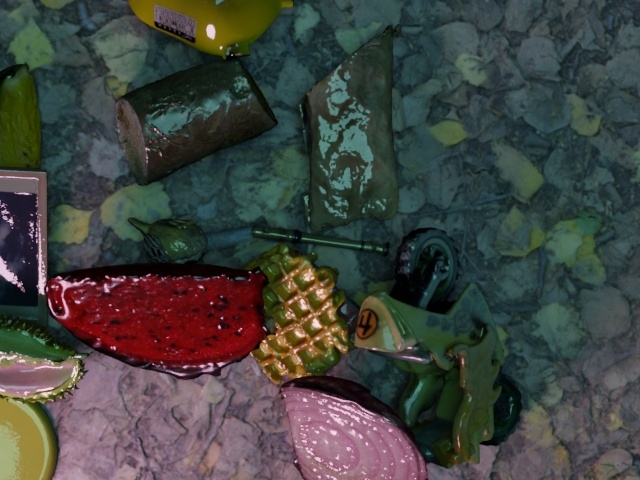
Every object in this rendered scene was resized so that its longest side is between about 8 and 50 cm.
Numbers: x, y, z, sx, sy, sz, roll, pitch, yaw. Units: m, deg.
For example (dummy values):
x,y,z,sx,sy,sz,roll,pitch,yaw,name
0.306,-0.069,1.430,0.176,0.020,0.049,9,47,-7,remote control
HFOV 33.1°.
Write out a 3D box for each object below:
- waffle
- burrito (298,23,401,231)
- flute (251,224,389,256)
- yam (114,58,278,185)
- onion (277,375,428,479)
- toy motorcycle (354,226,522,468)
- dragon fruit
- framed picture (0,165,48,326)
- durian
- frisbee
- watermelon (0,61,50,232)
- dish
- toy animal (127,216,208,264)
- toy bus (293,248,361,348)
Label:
x,y,z,sx,sy,sz,roll,pitch,yaw,name
-0.038,0.116,1.718,0.219,0.057,0.229,-31,99,35,waffle
0.049,-0.187,1.767,0.175,0.107,0.347,0,93,-22,burrito
0.000,0.000,1.799,0.233,0.027,0.027,8,90,-8,flute
-0.204,-0.197,1.707,0.254,0.154,0.154,-22,95,-5,yam
0.074,0.314,1.735,0.247,0.111,0.250,9,125,28,onion
0.193,0.190,1.742,0.237,0.169,0.410,-37,112,-26,toy motorcycle
-0.242,0.112,1.694,0.344,0.100,0.282,-1,135,1,dragon fruit
-0.525,0.010,1.667,0.209,0.019,0.281,1,118,-7,framed picture
-0.474,0.181,1.703,0.221,0.095,0.137,17,125,-11,durian
-0.543,0.344,1.732,0.236,0.017,0.236,0,91,-8,frisbee
-0.499,-0.134,1.703,0.129,0.123,0.301,-5,92,-40,watermelon
-0.179,-0.419,1.676,0.262,0.108,0.221,36,74,12,dish
-0.249,0.011,1.735,0.137,0.098,0.098,10,90,12,toy animal
0.009,0.099,1.777,0.192,0.077,0.065,44,88,-6,toy bus
